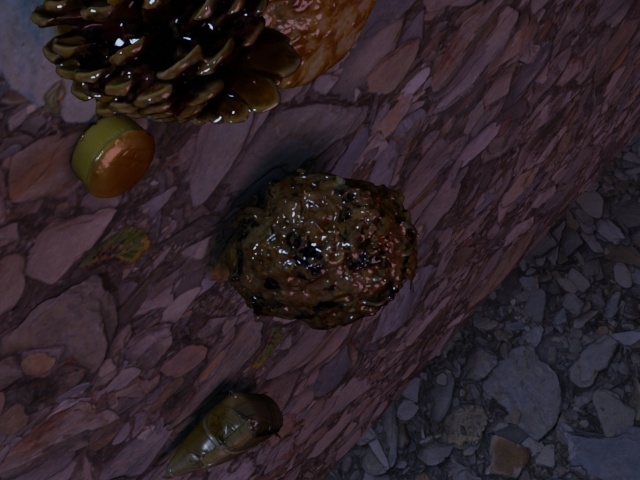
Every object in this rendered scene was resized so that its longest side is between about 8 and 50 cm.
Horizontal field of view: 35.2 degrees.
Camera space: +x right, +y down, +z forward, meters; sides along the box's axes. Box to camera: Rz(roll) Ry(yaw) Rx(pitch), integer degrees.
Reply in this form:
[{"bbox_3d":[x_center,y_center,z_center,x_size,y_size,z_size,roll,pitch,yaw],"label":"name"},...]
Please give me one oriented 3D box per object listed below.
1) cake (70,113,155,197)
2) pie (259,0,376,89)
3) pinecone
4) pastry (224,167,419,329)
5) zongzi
[{"bbox_3d":[-0.201,-0.081,0.982,0.084,0.044,0.084,-42,157,-22],"label":"cake"},{"bbox_3d":[-0.014,-0.246,1.018,0.205,0.084,0.179,-34,154,-31],"label":"pie"},{"bbox_3d":[-0.128,-0.175,0.774,0.185,0.169,0.212,-11,162,18],"label":"pinecone"},{"bbox_3d":[0.000,0.000,1.358,0.275,0.274,0.193,100,-5,-55],"label":"pastry"},{"bbox_3d":[-0.167,0.344,1.751,0.197,0.099,0.194,-42,161,9],"label":"zongzi"}]
